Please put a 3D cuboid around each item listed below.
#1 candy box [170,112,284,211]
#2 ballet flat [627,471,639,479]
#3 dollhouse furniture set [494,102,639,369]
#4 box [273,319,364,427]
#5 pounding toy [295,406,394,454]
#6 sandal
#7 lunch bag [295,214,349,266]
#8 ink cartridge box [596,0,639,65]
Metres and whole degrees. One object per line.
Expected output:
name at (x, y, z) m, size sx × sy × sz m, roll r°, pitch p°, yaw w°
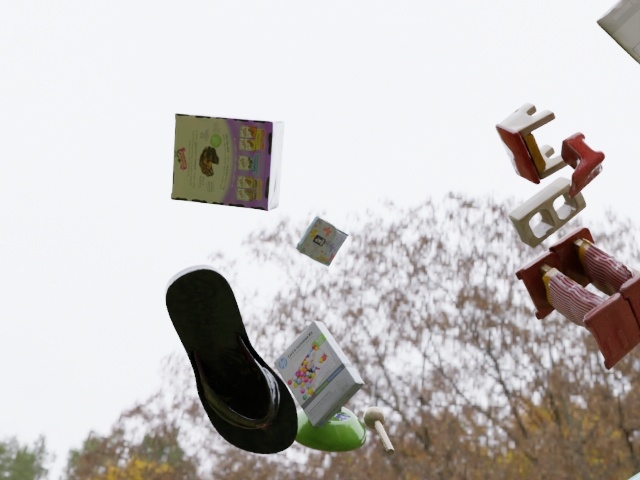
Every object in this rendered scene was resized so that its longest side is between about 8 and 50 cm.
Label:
candy box at (-0.174, -0.149, 1.677) m, size 0.196 × 0.070 × 0.165 m, roll 7°, pitch -80°, yaw 15°
ballet flat at (0.390, 0.232, 0.840) m, size 0.247 × 0.083 × 0.087 m, roll -10°, pitch -27°, yaw -15°
dollhouse furniture set at (0.389, -0.008, 1.417) m, size 0.152 × 0.201 × 0.374 m, roll -36°, pitch -62°, yaw -7°
box at (-0.006, 0.292, 1.985) m, size 0.145 × 0.186 × 0.038 m, roll -47°, pitch -36°, yaw 16°
pounding toy at (0.047, 0.395, 2.054) m, size 0.236 × 0.183 × 0.110 m, roll 5°, pitch -77°, yaw -8°
sandal at (-0.174, 0.259, 1.744) m, size 0.167 × 0.107 × 0.446 m, roll -28°, pitch -67°, yaw -5°
lunch bag at (0.000, 0.000, 1.542) m, size 0.053 × 0.071 × 0.083 m, roll 34°, pitch 2°, yaw 36°
ink cartridge box at (0.532, -0.264, 1.210) m, size 0.261 × 0.296 × 0.066 m, roll 45°, pitch -24°, yaw 9°
